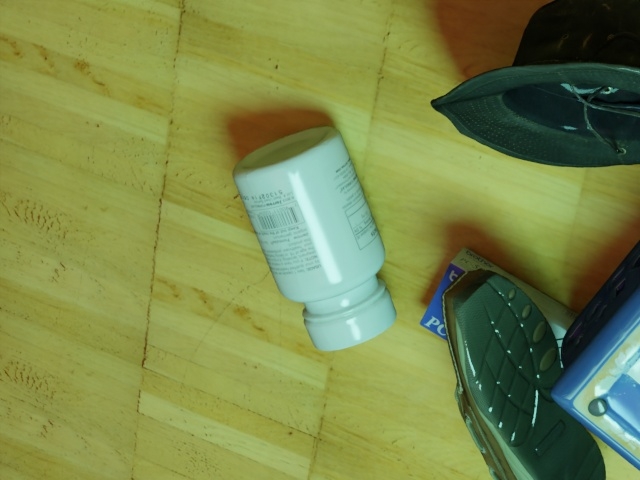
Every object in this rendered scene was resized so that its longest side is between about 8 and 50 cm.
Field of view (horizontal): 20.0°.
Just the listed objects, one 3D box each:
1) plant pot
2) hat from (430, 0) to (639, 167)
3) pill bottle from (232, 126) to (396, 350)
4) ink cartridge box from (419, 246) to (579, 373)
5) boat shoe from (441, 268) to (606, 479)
[{"bbox_3d":[0.379,0.120,1.817,0.236,0.212,0.236,39,115,4],"label":"plant pot"},{"bbox_3d":[0.275,-0.170,1.773,0.331,0.331,0.134,1,78,28],"label":"hat"},{"bbox_3d":[0.000,0.000,2.034,0.131,0.131,0.229,-12,108,32],"label":"pill bottle"},{"bbox_3d":[0.223,0.103,2.020,0.207,0.046,0.097,31,125,10],"label":"ink cartridge box"},{"bbox_3d":[0.196,0.175,1.963,0.120,0.122,0.324,12,134,51],"label":"boat shoe"}]
